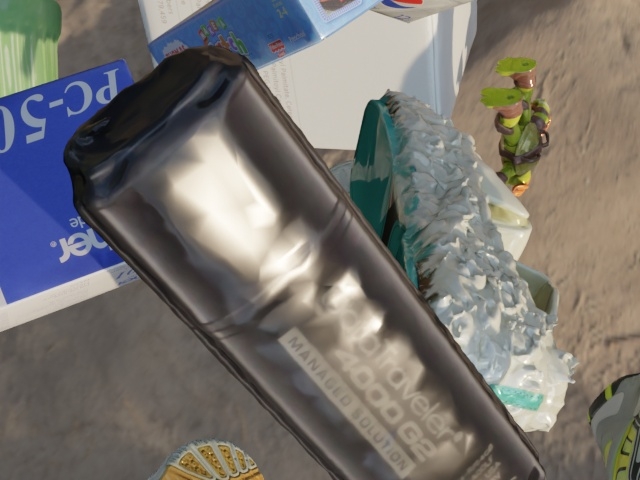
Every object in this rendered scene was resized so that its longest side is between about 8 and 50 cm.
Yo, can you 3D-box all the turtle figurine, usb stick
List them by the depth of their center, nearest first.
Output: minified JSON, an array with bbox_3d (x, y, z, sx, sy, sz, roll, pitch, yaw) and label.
[{"bbox_3d":[0.008,0.041,0.492,0.077,0.045,0.278,-42,126,-5],"label":"usb stick"},{"bbox_3d":[0.274,-0.138,1.806,0.087,0.269,0.217,25,148,31],"label":"turtle figurine"}]

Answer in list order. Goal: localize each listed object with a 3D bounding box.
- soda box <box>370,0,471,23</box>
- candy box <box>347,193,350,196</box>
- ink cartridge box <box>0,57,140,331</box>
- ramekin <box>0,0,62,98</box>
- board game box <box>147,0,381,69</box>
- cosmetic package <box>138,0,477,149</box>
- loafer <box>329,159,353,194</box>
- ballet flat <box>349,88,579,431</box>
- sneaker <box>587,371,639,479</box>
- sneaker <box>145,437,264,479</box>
[{"bbox_3d":[0.074,-0.336,1.052,0.091,0.098,0.286,-10,74,51],"label":"soda box"},{"bbox_3d":[0.000,0.000,1.200,0.186,0.109,0.053,21,131,10],"label":"candy box"},{"bbox_3d":[-0.170,-0.004,0.581,0.207,0.046,0.097,-21,78,-17],"label":"ink cartridge box"},{"bbox_3d":[-0.365,-0.113,1.074,0.303,0.303,0.148,-7,92,18],"label":"ramekin"},{"bbox_3d":[0.036,-0.143,0.578,0.039,0.211,0.160,57,157,-12],"label":"board game box"},{"bbox_3d":[-0.006,-0.346,1.728,0.393,0.329,0.327,4,130,14],"label":"cosmetic package"},{"bbox_3d":[0.075,0.066,1.365,0.112,0.111,0.319,-19,94,2],"label":"loafer"},{"bbox_3d":[0.094,0.015,0.908,0.147,0.409,0.147,0,118,-1],"label":"ballet flat"},{"bbox_3d":[0.356,0.158,1.128,0.145,0.147,0.385,-4,152,-6],"label":"sneaker"},{"bbox_3d":[-0.053,0.089,0.407,0.037,0.083,0.032,-40,74,33],"label":"sneaker"}]
